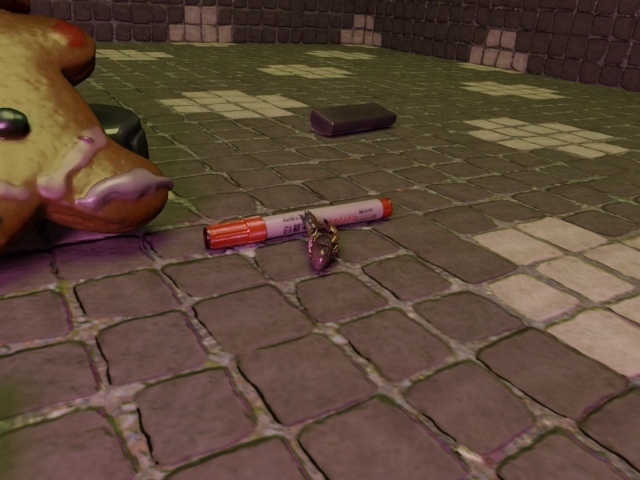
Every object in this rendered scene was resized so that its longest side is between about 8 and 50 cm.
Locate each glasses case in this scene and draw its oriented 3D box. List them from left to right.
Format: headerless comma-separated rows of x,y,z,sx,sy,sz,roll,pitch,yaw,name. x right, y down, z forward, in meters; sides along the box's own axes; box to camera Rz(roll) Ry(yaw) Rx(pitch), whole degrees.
0.068,-0.247,1.107,0.190,0.042,0.072,-18,39,-40,glasses case

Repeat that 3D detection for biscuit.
-0.352,-0.173,0.535,0.283,0.064,0.432,-19,68,-38,biscuit

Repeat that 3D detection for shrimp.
0.003,-0.001,0.559,0.038,0.029,0.092,13,37,-22,shrimp

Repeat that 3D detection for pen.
-0.017,-0.022,0.612,0.239,0.028,0.028,-11,28,-31,pen

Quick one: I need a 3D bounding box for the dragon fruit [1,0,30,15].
-0.478,-0.229,0.740,0.227,0.243,0.307,42,40,-11,dragon fruit

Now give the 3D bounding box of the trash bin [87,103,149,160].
-0.332,-0.100,0.658,0.236,0.101,0.176,-14,31,-29,trash bin
